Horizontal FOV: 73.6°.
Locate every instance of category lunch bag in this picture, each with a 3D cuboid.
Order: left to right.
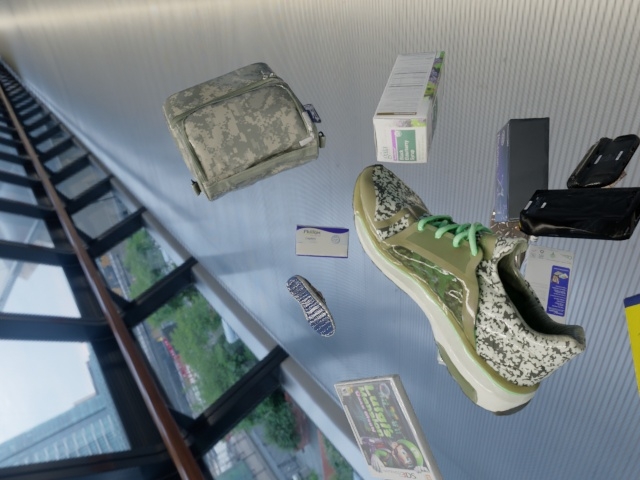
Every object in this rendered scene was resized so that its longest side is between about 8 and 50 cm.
[{"bbox_3d":[-0.171,-0.233,0.973,0.256,0.305,0.213,57,166,36],"label":"lunch bag"}]

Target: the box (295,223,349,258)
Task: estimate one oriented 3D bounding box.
[{"bbox_3d":[0.000,0.000,1.048,0.137,0.126,0.072,-139,52,-85],"label":"box"}]

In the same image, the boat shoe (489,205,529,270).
[{"bbox_3d":[0.690,-0.033,1.549,0.132,0.130,0.356,19,121,34],"label":"boat shoe"}]

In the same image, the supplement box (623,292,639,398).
[{"bbox_3d":[0.727,0.266,0.766,0.194,0.357,0.195,24,147,-15],"label":"supplement box"}]

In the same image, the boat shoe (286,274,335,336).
[{"bbox_3d":[-0.014,0.164,1.123,0.066,0.066,0.183,-34,87,22],"label":"boat shoe"}]

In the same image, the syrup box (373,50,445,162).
[{"bbox_3d":[0.172,-0.254,0.804,0.096,0.237,0.093,5,139,20],"label":"syrup box"}]

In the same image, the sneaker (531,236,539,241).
[{"bbox_3d":[0.878,-0.082,1.813,0.132,0.228,0.086,24,124,24],"label":"sneaker"}]

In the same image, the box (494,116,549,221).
[{"bbox_3d":[0.540,-0.180,1.160,0.184,0.103,0.262,-9,-80,-80],"label":"box"}]

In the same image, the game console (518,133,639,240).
[{"bbox_3d":[0.601,-0.126,0.926,0.213,0.361,0.044,7,135,53],"label":"game console"}]

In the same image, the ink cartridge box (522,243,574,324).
[{"bbox_3d":[0.869,0.189,1.658,0.165,0.333,0.065,13,163,16],"label":"ink cartridge box"}]

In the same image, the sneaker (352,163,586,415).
[{"bbox_3d":[0.206,0.023,0.607,0.410,0.158,0.182,56,137,19],"label":"sneaker"}]

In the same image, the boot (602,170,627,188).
[{"bbox_3d":[0.752,-0.184,1.139,0.042,0.119,0.087,31,136,-24],"label":"boot"}]

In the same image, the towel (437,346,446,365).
[{"bbox_3d":[0.397,0.159,1.210,0.090,0.320,0.375,8,88,15],"label":"towel"}]

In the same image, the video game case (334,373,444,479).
[{"bbox_3d":[0.115,0.341,0.774,0.173,0.022,0.191,-31,80,50],"label":"video game case"}]
